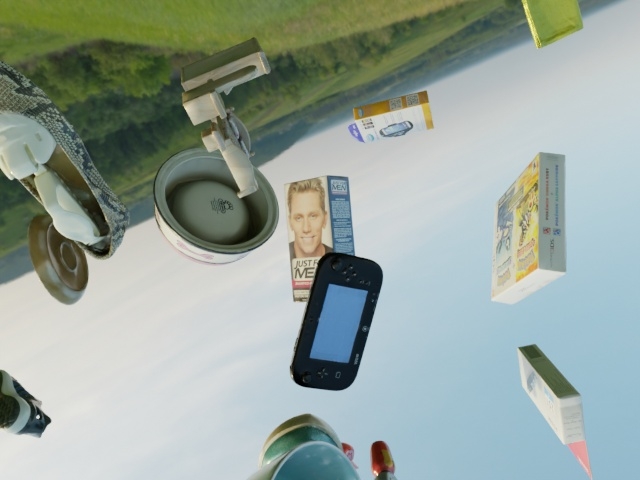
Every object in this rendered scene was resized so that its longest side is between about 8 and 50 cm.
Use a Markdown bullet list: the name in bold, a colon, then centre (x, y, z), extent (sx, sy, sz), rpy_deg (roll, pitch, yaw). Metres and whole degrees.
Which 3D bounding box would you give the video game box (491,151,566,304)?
- **video game box**: centre (0.328, -0.010, 0.852), extent (0.048, 0.187, 0.205), rpy_deg (6, 160, 1)

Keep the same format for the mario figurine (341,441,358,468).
- **mario figurine**: centre (0.025, 0.723, 1.482), extent (0.170, 0.321, 0.198), rpy_deg (21, 180, -1)

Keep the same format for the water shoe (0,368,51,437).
- **water shoe**: centre (-0.549, 0.299, 0.953), extent (0.203, 0.080, 0.073), rpy_deg (17, -113, 47)

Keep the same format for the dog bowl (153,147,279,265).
- **dog bowl**: centre (-0.350, -0.099, 1.735), extent (0.408, 0.408, 0.150), rpy_deg (-33, 168, -41)

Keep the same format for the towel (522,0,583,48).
- **towel**: centre (0.439, -0.509, 1.039), extent (0.102, 0.237, 0.021), rpy_deg (-23, -160, 9)

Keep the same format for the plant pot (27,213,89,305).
- **plant pot**: centre (-0.633, 0.042, 1.309), extent (0.032, 0.237, 0.236), rpy_deg (-17, -169, 1)

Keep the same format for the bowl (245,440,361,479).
- **bowl**: centre (-0.058, 0.547, 1.002), extent (0.163, 0.312, 0.311), rpy_deg (-20, -169, 35)

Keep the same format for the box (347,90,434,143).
- **box**: centre (0.114, -0.199, 0.875), extent (0.136, 0.028, 0.081), rpy_deg (-8, 160, 15)

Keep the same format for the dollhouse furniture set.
- **dollhouse furniture set**: centre (-0.143, -0.224, 1.158), extent (0.173, 0.356, 0.303), rpy_deg (-23, -144, 1)

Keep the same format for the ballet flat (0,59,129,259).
- **ballet flat**: centre (-0.553, -0.136, 1.101), extent (0.163, 0.483, 0.182), rpy_deg (-19, -136, 4)

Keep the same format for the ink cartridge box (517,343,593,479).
- **ink cartridge box**: centre (0.649, 0.472, 1.491), extent (0.066, 0.261, 0.296), rpy_deg (-13, -167, 4)

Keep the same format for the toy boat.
- **toy boat**: centre (0.020, 0.514, 1.190), extent (0.317, 0.268, 0.148), rpy_deg (4, -152, -6)

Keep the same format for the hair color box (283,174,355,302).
- **hair color box**: centre (0.000, 0.000, 1.515), extent (0.173, 0.348, 0.105), rpy_deg (-6, 178, 40)

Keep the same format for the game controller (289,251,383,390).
- **game controller**: centre (0.038, 0.187, 1.216), extent (0.166, 0.320, 0.067), rpy_deg (14, -174, -13)
